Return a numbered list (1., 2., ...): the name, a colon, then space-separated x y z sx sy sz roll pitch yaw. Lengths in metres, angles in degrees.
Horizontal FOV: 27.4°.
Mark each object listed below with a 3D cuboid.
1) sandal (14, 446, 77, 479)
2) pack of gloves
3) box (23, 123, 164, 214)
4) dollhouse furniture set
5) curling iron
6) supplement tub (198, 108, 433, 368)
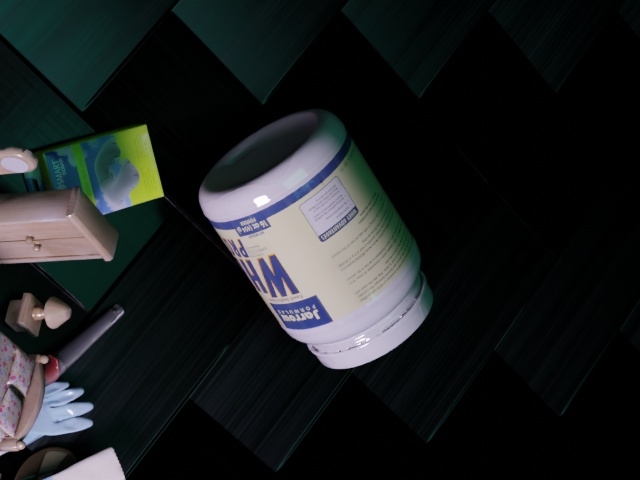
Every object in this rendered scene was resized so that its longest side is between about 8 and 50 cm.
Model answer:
1. sandal: -0.385 0.394 1.807 0.090 0.060 0.219 6 72 -18
2. pack of gloves: -0.399 0.310 1.790 0.232 0.046 0.195 -19 80 -23
3. box: -0.315 -0.089 1.820 0.178 0.042 0.109 -20 104 -28
4. dollhouse furniture set: -0.388 0.107 1.610 0.303 0.174 0.355 58 34 -53
5. curling iron: -0.379 0.167 1.801 0.274 0.035 0.068 -35 83 -26
6. supplement tub: 0.000 0.000 1.899 0.235 0.235 0.325 -42 113 -20
